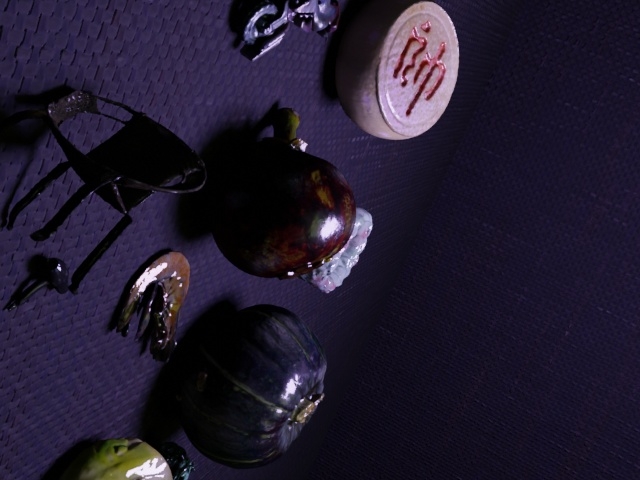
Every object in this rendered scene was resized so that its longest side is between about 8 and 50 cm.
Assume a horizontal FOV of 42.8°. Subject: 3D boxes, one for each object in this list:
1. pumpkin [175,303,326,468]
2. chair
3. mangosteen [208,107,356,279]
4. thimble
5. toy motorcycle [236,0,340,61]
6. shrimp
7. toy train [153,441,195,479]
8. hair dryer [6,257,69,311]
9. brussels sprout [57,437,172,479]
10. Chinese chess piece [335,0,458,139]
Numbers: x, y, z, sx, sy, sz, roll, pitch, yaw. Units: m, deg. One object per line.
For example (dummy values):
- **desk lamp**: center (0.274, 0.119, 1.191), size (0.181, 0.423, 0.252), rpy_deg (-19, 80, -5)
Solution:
- **pumpkin**: center (-0.128, 0.275, 1.559), size (0.323, 0.241, 0.323), rpy_deg (-47, 156, -29)
- **chair**: center (-0.224, -0.071, 0.821), size (0.213, 0.174, 0.149), rpy_deg (-44, 163, -22)
- **mangosteen**: center (-0.066, -0.080, 1.300), size (0.231, 0.231, 0.289), rpy_deg (68, 10, -70)
- **thimble**: center (0.000, 0.000, 1.694), size (0.211, 0.149, 0.185), rpy_deg (-43, 158, -48)
- **toy motorcycle**: center (-0.038, -0.324, 1.159), size (0.213, 0.082, 0.122), rpy_deg (-40, 152, -27)
- **shrimp**: center (-0.255, 0.120, 1.254), size (0.152, 0.046, 0.219), rpy_deg (-43, 151, -53)
- **toy train**: center (-0.324, 0.502, 1.570), size (0.154, 0.115, 0.269), rpy_deg (-30, 146, -48)
- **hair dryer**: center (-0.332, 0.059, 0.962), size (0.083, 0.031, 0.079), rpy_deg (-39, 165, -24)
- **brussels sprout**: center (-0.343, 0.417, 1.289), size (0.223, 0.161, 0.223), rpy_deg (-21, 115, -56)
- **Chinese chess piece**: center (0.144, -0.323, 1.522), size (0.270, 0.112, 0.270), rpy_deg (-22, 120, -43)
